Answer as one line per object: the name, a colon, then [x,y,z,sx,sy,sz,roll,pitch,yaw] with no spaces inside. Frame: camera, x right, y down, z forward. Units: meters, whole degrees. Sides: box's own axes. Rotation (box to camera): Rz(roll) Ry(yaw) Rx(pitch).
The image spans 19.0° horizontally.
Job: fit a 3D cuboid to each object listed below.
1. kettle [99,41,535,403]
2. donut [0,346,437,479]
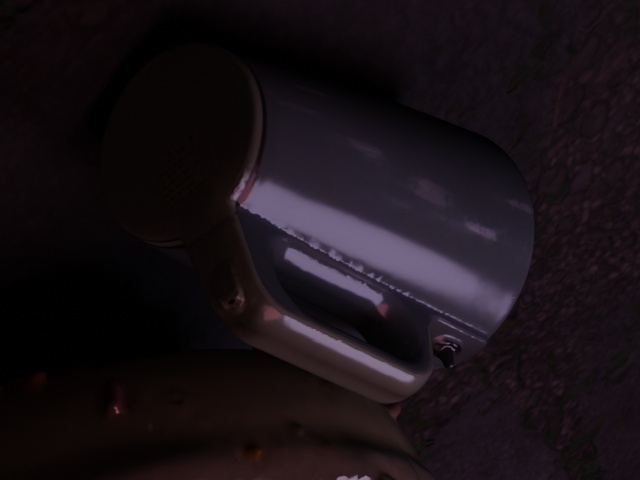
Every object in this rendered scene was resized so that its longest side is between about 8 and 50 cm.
kettle: [0.000,0.000,1.095,0.160,0.210,0.243,-33,148,27]
donut: [-0.110,0.186,1.163,0.383,0.142,0.382,-13,151,-7]
